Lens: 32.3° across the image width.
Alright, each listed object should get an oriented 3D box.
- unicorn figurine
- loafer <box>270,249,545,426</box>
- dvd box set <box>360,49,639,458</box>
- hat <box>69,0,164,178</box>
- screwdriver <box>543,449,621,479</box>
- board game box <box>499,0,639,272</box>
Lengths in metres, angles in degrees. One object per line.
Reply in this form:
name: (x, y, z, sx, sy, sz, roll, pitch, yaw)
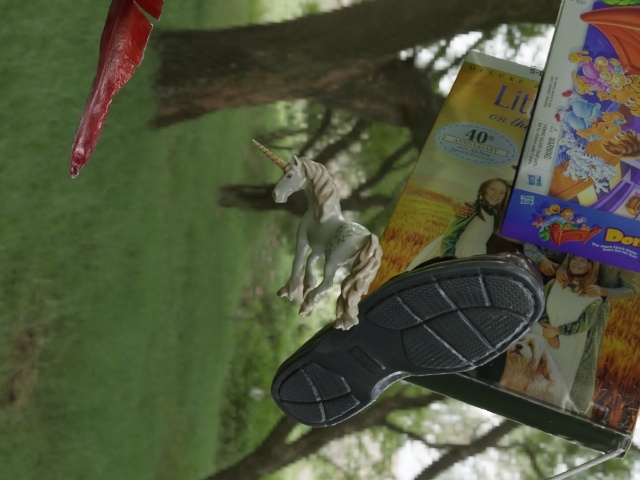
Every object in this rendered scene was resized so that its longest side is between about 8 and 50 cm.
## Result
unicorn figurine: (0.000, 0.000, 0.869, 0.162, 0.060, 0.111, 27, -78, 42)
loafer: (0.075, 0.074, 1.014, 0.302, 0.109, 0.095, -32, -160, 35)
dvd box set: (0.235, -0.006, 1.192, 0.062, 0.308, 0.420, 91, 23, -56)
hat: (-0.134, -0.199, 0.688, 0.208, 0.184, 0.173, 60, -7, 29)
screwdriver: (0.157, 0.173, 0.775, 0.025, 0.170, 0.024, 40, -49, 49)
board game box: (0.334, -0.127, 1.111, 0.078, 0.233, 0.347, 96, 12, -54)
